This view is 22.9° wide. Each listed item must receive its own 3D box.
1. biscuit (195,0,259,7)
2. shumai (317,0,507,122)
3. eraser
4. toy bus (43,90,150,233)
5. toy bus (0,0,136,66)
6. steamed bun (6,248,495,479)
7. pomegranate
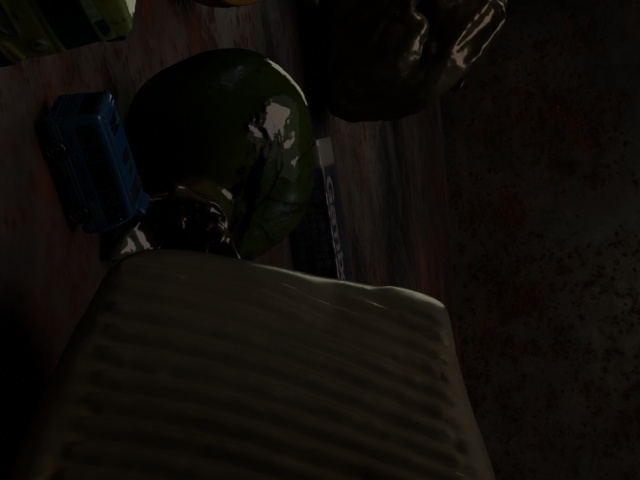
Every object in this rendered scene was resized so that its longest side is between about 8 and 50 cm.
[{"bbox_3d":[-0.045,-0.348,1.333,0.355,0.052,0.275,-60,143,-40],"label":"biscuit"},{"bbox_3d":[0.043,-0.307,1.868,0.262,0.267,0.314,45,-4,-22],"label":"shumai"},{"bbox_3d":[0.000,0.000,1.659,0.092,0.046,0.212,-29,111,-79],"label":"eraser"},{"bbox_3d":[-0.137,-0.047,0.962,0.038,0.046,0.083,-82,160,-56],"label":"toy bus"},{"bbox_3d":[-0.144,-0.188,0.873,0.088,0.101,0.175,69,19,-53],"label":"toy bus"},{"bbox_3d":[-0.044,0.200,0.786,0.383,0.247,0.236,-90,-172,-49],"label":"steamed bun"},{"bbox_3d":[-0.074,-0.043,1.078,0.191,0.131,0.152,-63,147,-62],"label":"pomegranate"}]
